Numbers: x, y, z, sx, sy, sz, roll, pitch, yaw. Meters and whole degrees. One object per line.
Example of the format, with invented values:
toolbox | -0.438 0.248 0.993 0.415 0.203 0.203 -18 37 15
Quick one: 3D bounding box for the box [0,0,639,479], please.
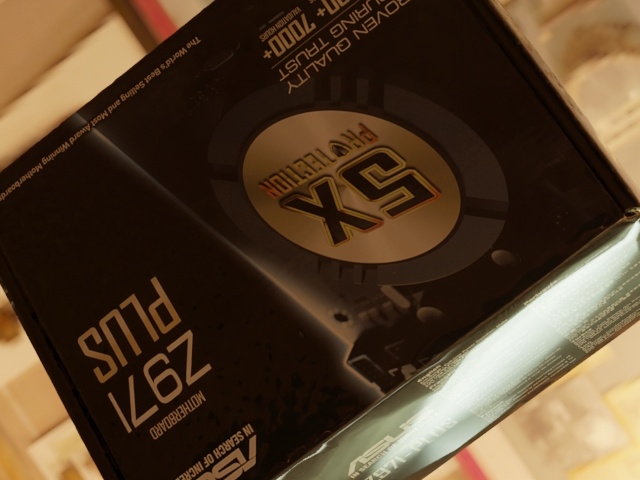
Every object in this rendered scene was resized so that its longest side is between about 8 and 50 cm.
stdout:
box | 0.000 0.000 0.620 0.180 0.147 0.077 -37 153 10
